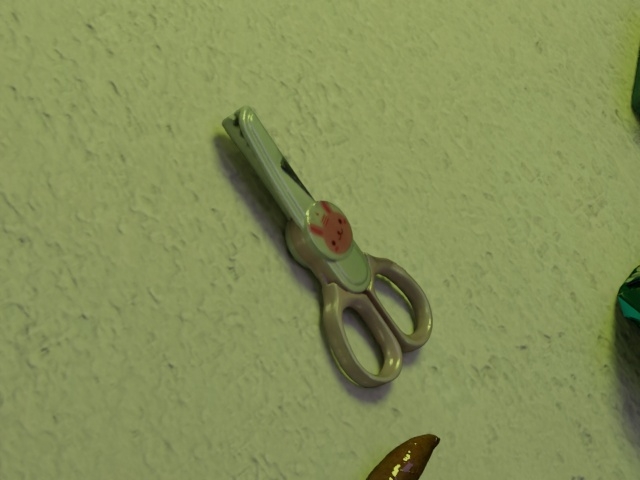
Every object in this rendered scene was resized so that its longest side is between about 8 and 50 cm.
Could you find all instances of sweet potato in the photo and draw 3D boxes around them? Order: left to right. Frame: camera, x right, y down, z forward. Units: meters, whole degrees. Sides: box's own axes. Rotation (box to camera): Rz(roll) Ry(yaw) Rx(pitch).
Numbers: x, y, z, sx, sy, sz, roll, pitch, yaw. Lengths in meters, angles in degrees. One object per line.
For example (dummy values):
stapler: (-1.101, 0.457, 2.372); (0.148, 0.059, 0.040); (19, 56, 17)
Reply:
sweet potato: (0.037, 0.198, 1.241); (0.044, 0.044, 0.179); (54, 48, -5)

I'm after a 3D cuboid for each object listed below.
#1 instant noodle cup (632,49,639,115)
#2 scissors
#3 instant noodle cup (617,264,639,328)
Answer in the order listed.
instant noodle cup: (0.394, -0.163, 1.787); (0.157, 0.070, 0.179); (39, 44, -23)
scissors: (0.000, 0.000, 1.330); (0.242, 0.030, 0.118); (55, 41, -10)
instant noodle cup: (0.416, 0.073, 1.554); (0.178, 0.240, 0.240); (57, 40, -12)
